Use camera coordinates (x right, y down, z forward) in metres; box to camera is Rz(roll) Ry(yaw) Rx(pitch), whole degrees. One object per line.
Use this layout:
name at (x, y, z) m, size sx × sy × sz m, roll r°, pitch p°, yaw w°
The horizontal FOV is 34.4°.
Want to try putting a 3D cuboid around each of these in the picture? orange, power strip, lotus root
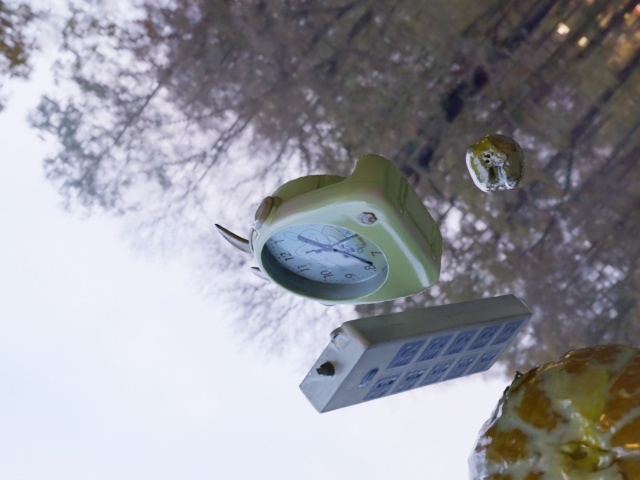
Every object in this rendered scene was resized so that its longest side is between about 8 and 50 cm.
orange at (0.315, 0.273, 1.096) m, size 0.249 × 0.329 × 0.329 m, roll 33°, pitch -162°, yaw -48°
power strip at (0.113, 0.122, 1.162) m, size 0.367 × 0.106 × 0.043 m, roll -4°, pitch -136°, yaw -49°
lotus root at (0.165, -0.071, 0.972) m, size 0.099 × 0.054 × 0.049 m, roll 41°, pitch -136°, yaw -72°

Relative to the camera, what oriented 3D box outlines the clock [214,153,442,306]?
clock at (0.000, 0.000, 1.088) m, size 0.170 × 0.232 × 0.069 m, roll 51°, pitch -142°, yaw -42°
